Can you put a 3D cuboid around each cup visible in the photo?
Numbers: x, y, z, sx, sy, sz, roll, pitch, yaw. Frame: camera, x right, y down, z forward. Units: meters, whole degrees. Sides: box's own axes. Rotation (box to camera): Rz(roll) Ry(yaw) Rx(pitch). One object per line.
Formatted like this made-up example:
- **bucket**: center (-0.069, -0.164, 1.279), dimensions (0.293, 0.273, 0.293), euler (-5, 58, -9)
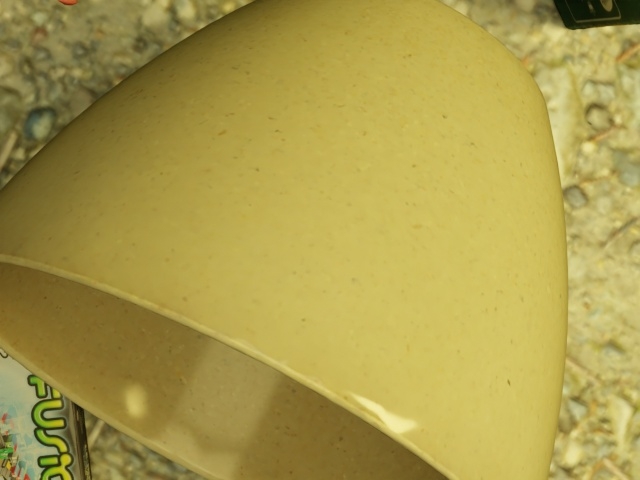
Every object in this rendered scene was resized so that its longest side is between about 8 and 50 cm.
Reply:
- **cup**: center (0.000, 0.000, 0.791), dimensions (0.331, 0.331, 0.237), euler (29, 70, -5)

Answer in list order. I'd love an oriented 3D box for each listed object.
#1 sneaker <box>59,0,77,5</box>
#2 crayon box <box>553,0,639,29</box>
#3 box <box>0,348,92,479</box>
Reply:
- **sneaker**: center (-0.215, -0.202, 0.848), dimensions (0.208, 0.081, 0.094), euler (23, 98, -5)
- **crayon box**: center (0.287, -0.218, 0.803), dimensions (0.323, 0.203, 0.083), euler (-26, 98, 1)
- **box**: center (-0.201, 0.149, 0.913), dimensions (0.114, 0.036, 0.207), euler (-6, 97, -2)
